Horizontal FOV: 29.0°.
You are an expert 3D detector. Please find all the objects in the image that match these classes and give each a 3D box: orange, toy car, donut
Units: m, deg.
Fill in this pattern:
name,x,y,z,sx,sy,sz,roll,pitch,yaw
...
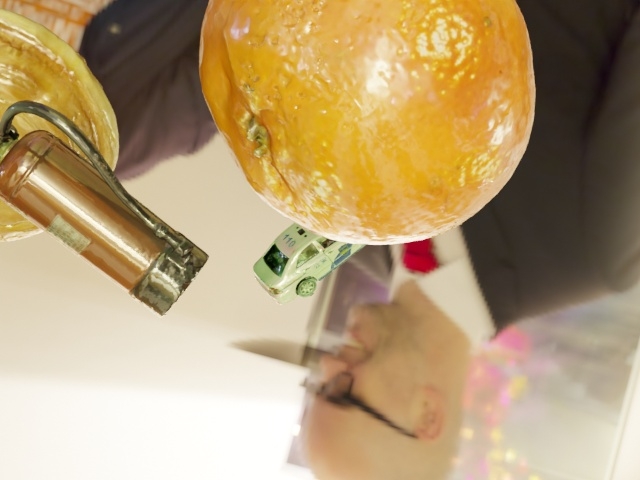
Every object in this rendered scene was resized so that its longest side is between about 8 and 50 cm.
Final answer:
name,x,y,z,sx,sy,sz,roll,pitch,yaw
orange,0.042,-0.186,1.443,0.424,0.326,0.424,32,143,27
toy car,0.000,0.000,1.855,0.090,0.224,0.076,45,171,48
donut,-0.550,-0.184,2.024,0.448,0.449,0.198,15,-143,-2

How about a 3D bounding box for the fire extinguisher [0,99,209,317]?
name,x,y,z,sx,sy,sz,roll,pitch,yaw
fire extinguisher,-0.314,-0.069,1.674,0.376,0.200,0.113,37,-150,-7
